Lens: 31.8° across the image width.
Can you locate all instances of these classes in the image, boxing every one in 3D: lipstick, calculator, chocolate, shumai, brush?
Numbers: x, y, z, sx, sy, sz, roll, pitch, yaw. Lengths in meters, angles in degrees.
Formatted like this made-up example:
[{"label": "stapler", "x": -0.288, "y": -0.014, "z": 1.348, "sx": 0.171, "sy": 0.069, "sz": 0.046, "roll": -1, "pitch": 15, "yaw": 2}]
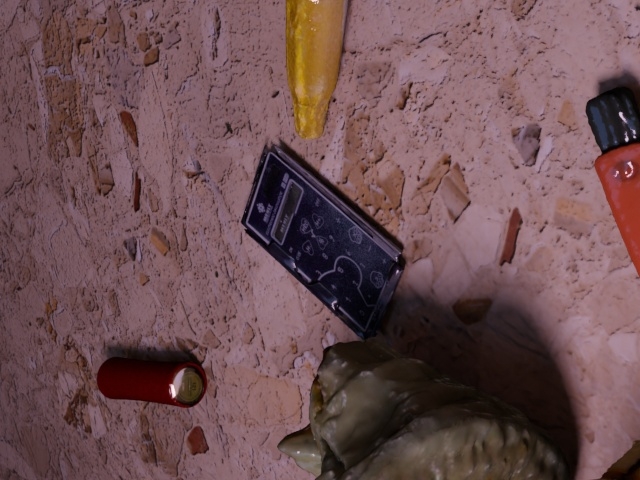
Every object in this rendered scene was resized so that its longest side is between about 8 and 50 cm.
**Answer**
[{"label": "lipstick", "x": -0.294, "y": 0.243, "z": 1.935, "sx": 0.241, "sy": 0.080, "sz": 0.080, "roll": -3, "pitch": 107, "yaw": 48}, {"label": "calculator", "x": 0.000, "y": 0.000, "z": 1.537, "sx": 0.274, "sy": 0.028, "sz": 0.166, "roll": 41, "pitch": 135, "yaw": 25}, {"label": "chocolate", "x": -0.011, "y": -0.225, "z": 1.396, "sx": 0.085, "sy": 0.085, "sz": 0.219, "roll": 34, "pitch": 136, "yaw": 31}, {"label": "shumai", "x": 0.092, "y": 0.280, "z": 1.369, "sx": 0.324, "sy": 0.397, "sz": 0.323, "roll": -51, "pitch": 45, "yaw": 6}, {"label": "brush", "x": 0.350, "y": -0.002, "z": 1.154, "sx": 0.070, "sy": 0.051, "sz": 0.323, "roll": -17, "pitch": 94, "yaw": 43}]

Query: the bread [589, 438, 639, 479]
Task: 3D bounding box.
[{"label": "bread", "x": 0.343, "y": 0.354, "z": 1.182, "sx": 0.198, "sy": 0.263, "sz": 0.236, "roll": 22, "pitch": 124, "yaw": 35}]
